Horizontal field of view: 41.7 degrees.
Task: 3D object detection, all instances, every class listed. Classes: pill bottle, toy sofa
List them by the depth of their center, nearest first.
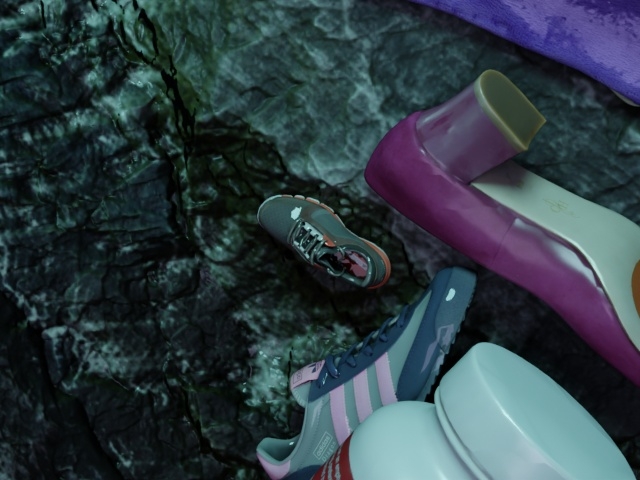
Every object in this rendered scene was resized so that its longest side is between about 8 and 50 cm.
[{"bbox_3d":[0.069,0.293,0.734,0.229,0.229,0.408,41,108,8],"label":"pill bottle"},{"bbox_3d":[0.185,-0.261,0.741,0.362,0.150,0.177,28,103,11],"label":"toy sofa"}]

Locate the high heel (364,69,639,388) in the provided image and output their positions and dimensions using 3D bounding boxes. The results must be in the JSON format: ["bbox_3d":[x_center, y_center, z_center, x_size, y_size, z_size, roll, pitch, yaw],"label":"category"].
[{"bbox_3d":[0.208,0.023,0.821,0.377,0.127,0.181,55,137,-1],"label":"high heel"}]

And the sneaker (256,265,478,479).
[{"bbox_3d":[0.041,0.144,0.862,0.131,0.112,0.319,31,104,7],"label":"sneaker"}]

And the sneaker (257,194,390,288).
[{"bbox_3d":[0.000,0.000,0.878,0.158,0.065,0.061,27,105,11],"label":"sneaker"}]
